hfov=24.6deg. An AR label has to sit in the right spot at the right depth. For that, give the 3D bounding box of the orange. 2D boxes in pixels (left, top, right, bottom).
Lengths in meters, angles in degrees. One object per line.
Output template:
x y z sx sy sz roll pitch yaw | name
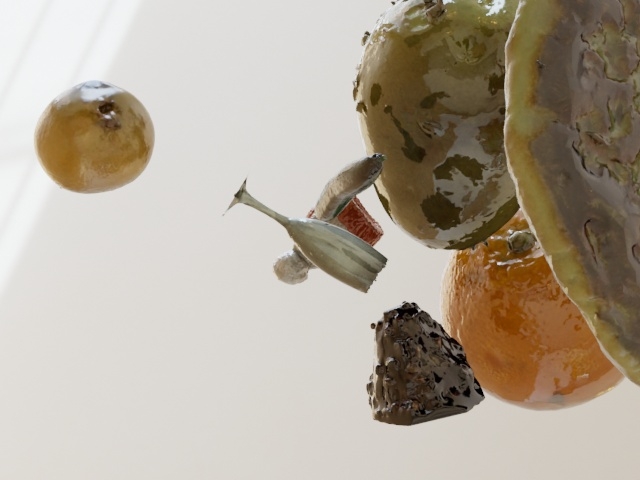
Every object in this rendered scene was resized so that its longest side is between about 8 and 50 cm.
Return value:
0.315 0.086 2.050 0.312 0.312 0.312 -16 90 -86 | orange

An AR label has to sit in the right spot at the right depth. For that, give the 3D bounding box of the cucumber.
0.026 -0.055 1.514 0.036 0.033 0.184 43 -21 -1 | cucumber

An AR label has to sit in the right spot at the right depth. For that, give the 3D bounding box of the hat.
0.000 0.000 2.091 0.112 0.162 0.093 50 7 4 | hat

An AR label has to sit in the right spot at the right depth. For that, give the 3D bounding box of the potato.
0.160 -0.149 1.823 0.219 0.269 0.359 -66 173 -50 | potato

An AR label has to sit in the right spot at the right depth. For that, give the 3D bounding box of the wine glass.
-0.016 -0.004 1.732 0.198 0.066 0.066 31 7 -2 | wine glass

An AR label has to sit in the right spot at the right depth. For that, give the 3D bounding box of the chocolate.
0.115 0.142 1.814 0.156 0.156 0.133 -88 163 -78 | chocolate

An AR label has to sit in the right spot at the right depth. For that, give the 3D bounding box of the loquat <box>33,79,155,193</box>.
-0.283 -0.127 1.837 0.137 0.163 0.163 61 2 8 | loquat

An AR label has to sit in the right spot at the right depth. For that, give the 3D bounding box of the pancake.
0.267 -0.109 1.180 0.067 0.304 0.427 -17 -88 61 | pancake
